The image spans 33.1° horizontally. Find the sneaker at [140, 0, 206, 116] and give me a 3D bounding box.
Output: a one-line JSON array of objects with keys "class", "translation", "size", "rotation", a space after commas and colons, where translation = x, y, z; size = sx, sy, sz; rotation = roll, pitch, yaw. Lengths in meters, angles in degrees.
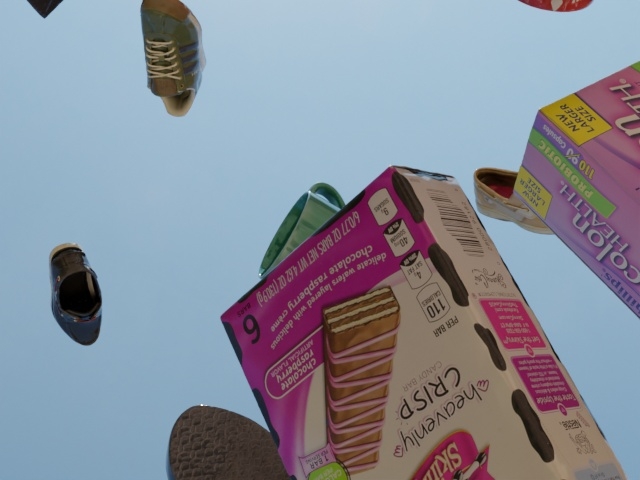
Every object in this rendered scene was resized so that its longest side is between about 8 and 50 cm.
[{"class": "sneaker", "translation": [-0.180, -0.215, 1.303], "size": [0.064, 0.192, 0.086], "rotation": [9, -107, 8]}]

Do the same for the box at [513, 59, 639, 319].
[{"class": "box", "translation": [0.342, -0.059, 0.973], "size": [0.243, 0.117, 0.213], "rotation": [-27, -122, -22]}]

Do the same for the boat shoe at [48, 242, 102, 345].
[{"class": "boat shoe", "translation": [-0.240, 0.062, 1.064], "size": [0.049, 0.133, 0.042], "rotation": [-17, -131, -18]}]

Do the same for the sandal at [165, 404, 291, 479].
[{"class": "sandal", "translation": [-0.029, 0.239, 0.882], "size": [0.254, 0.054, 0.097], "rotation": [40, -127, 1]}]

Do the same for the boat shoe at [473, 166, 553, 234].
[{"class": "boat shoe", "translation": [0.245, -0.052, 1.267], "size": [0.063, 0.170, 0.059], "rotation": [-44, -53, -28]}]

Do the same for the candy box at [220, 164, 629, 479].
[{"class": "candy box", "translation": [0.055, 0.098, 0.599], "size": [0.071, 0.159, 0.233], "rotation": [4, -128, -51]}]

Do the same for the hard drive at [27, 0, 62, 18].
[{"class": "hard drive", "translation": [-0.371, -0.427, 1.408], "size": [0.054, 0.254, 0.172], "rotation": [34, -105, 22]}]

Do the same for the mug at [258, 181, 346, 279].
[{"class": "mug", "translation": [0.000, 0.004, 1.392], "size": [0.097, 0.129, 0.157], "rotation": [30, -96, -10]}]

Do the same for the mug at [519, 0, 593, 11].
[{"class": "mug", "translation": [0.239, -0.295, 0.980], "size": [0.113, 0.169, 0.150], "rotation": [-20, -131, -30]}]
